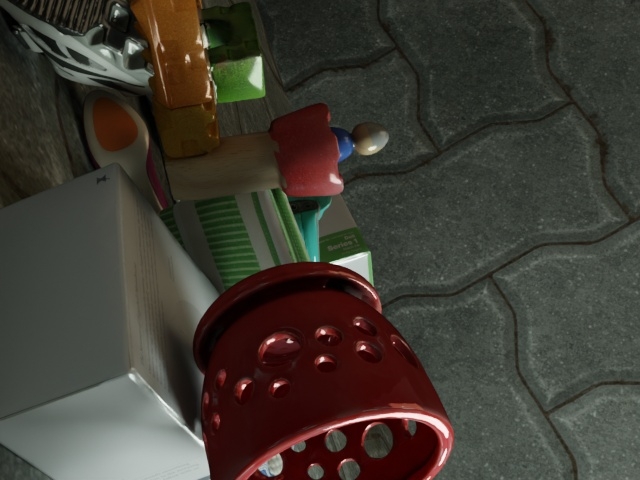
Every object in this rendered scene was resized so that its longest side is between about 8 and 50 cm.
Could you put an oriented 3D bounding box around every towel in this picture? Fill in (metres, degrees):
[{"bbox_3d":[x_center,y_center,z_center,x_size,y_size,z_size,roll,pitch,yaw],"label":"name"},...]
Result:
[{"bbox_3d":[-0.105,0.068,0.972,0.038,0.325,0.248,-20,88,-38],"label":"towel"}]

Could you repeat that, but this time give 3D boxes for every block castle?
[{"bbox_3d":[-0.072,-0.280,0.853,0.453,0.213,0.303,-103,-174,-45],"label":"block castle"}]

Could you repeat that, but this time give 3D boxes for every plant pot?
[{"bbox_3d":[-0.008,0.122,0.725,0.191,0.191,0.174,59,8,-52],"label":"plant pot"}]

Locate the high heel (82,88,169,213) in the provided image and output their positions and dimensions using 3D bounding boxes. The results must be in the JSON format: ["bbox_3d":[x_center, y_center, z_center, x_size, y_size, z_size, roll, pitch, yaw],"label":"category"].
[{"bbox_3d":[-0.244,-0.074,1.150,0.244,0.082,0.117,57,-23,7],"label":"high heel"}]

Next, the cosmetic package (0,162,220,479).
[{"bbox_3d":[-0.181,0.097,0.792,0.225,0.138,0.224,63,10,-49],"label":"cosmetic package"}]

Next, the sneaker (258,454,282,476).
[{"bbox_3d":[-0.086,0.306,0.945,0.330,0.130,0.147,45,23,-72],"label":"sneaker"}]

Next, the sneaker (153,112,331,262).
[{"bbox_3d":[-0.080,-0.043,1.075,0.124,0.178,0.295,149,-79,-80],"label":"sneaker"}]

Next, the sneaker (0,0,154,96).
[{"bbox_3d":[-0.309,-0.258,1.032,0.330,0.146,0.122,34,56,-38],"label":"sneaker"}]

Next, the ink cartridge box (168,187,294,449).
[{"bbox_3d":[-0.076,0.115,1.244,0.270,0.151,0.395,105,-35,-77],"label":"ink cartridge box"}]

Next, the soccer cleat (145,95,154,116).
[{"bbox_3d":[-0.268,-0.304,1.462,0.143,0.116,0.331,-179,-111,-81],"label":"soccer cleat"}]

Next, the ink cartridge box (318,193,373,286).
[{"bbox_3d":[0.000,0.000,1.329,0.160,0.092,0.219,82,-12,-50],"label":"ink cartridge box"}]
